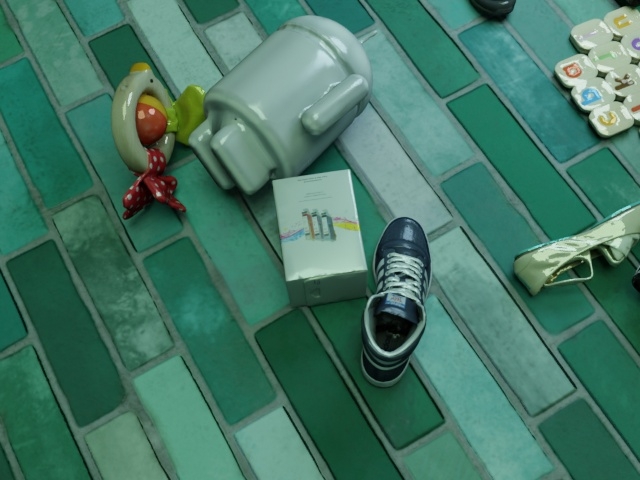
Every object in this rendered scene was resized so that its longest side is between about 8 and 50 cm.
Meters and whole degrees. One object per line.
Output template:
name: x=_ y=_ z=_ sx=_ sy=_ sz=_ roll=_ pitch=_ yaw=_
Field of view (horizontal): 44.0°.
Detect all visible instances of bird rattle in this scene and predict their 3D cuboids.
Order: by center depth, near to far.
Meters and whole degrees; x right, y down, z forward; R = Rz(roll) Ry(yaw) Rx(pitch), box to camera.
bird rattle: x=-0.290 y=-0.171 z=1.311 sx=0.143 sy=0.207 sz=0.254 roll=6 pitch=56 yaw=25

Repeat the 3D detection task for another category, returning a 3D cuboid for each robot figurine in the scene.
robot figurine: x=-0.052 y=-0.232 z=1.312 sx=0.353 sy=0.200 sz=0.300 roll=-46 pitch=37 yaw=-19

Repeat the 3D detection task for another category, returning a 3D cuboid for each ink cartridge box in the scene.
ink cartridge box: x=0.000 y=0.000 z=1.253 sx=0.127 sy=0.128 sz=0.176 roll=-7 pitch=67 yaw=-1

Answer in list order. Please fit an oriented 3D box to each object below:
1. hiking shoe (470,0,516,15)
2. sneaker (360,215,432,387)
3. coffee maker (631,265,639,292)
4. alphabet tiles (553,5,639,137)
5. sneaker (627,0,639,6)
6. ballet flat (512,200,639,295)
hiking shoe: x=0.309 y=-0.526 z=1.475 sx=0.086 sy=0.114 sz=0.227 roll=-13 pitch=67 yaw=-3
sneaker: x=0.120 y=0.070 z=1.203 sx=0.099 sy=0.153 sz=0.282 roll=10 pitch=67 yaw=6
coffee maker: x=0.587 y=0.028 z=1.221 sx=0.171 sy=0.120 sz=0.178 roll=24 pitch=70 yaw=11
alphabet tiles: x=0.575 y=-0.293 z=1.414 sx=0.278 sy=0.021 sz=0.284 roll=-23 pitch=68 yaw=-9
sneaker: x=0.668 y=-0.500 z=1.458 sx=0.276 sy=0.098 sz=0.135 roll=-13 pitch=66 yaw=-1
ballet flat: x=0.429 y=0.018 z=1.254 sx=0.248 sy=0.086 sz=0.086 roll=-23 pitch=67 yaw=2
